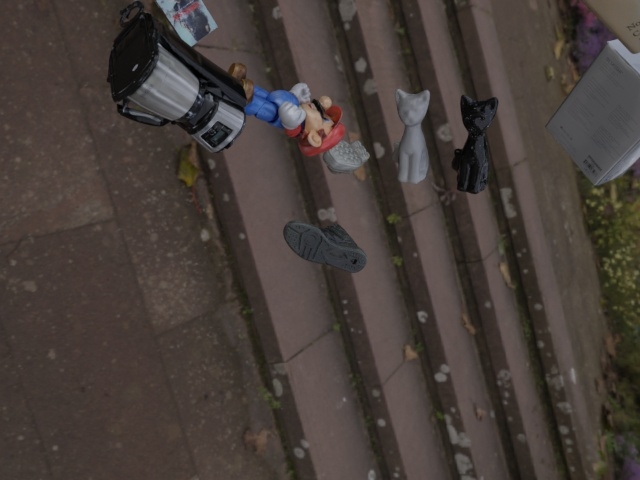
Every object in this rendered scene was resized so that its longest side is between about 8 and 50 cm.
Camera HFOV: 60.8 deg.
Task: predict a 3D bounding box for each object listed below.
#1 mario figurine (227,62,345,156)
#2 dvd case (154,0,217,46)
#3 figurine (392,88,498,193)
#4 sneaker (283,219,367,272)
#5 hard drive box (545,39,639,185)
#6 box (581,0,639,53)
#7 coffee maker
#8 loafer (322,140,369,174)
[{"bbox_3d":[-0.061,-0.324,1.281,0.320,0.170,0.198,17,68,-38],"label":"mario figurine"},{"bbox_3d":[-0.285,-0.482,1.155,0.087,0.013,0.119,-42,123,-14],"label":"dvd case"},{"bbox_3d":[0.248,-0.214,1.120,0.210,0.214,0.092,82,26,-47],"label":"figurine"},{"bbox_3d":[0.000,0.000,1.360,0.227,0.087,0.130,20,17,-24],"label":"sneaker"},{"bbox_3d":[0.596,-0.257,1.103,0.089,0.232,0.181,-19,64,-21],"label":"hard drive box"},{"bbox_3d":[0.207,-0.292,0.392,0.311,0.148,0.121,22,57,-30],"label":"box"},{"bbox_3d":[-0.199,-0.235,0.788,0.178,0.120,0.171,28,57,-49],"label":"coffee maker"},{"bbox_3d":[0.069,-0.250,1.717,0.112,0.111,0.319,54,21,5],"label":"loafer"}]
